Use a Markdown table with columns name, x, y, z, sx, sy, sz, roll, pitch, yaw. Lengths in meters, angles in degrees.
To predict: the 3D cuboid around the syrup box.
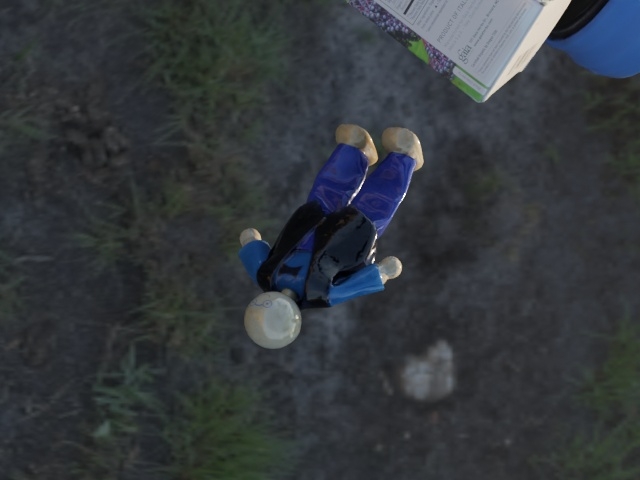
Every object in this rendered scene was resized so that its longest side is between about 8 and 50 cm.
| name | x | y | z | sx | sy | sz | roll | pitch | yaw |
| --- | --- | --- | --- | --- | --- | --- | --- | --- | --- |
| syrup box | 0.067 | -0.220 | 1.100 | 0.237 | 0.096 | 0.093 | 38 | 35 | 9 |

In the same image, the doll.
| name | x | y | z | sx | sy | sz | roll | pitch | yaw |
| --- | --- | --- | --- | --- | --- | --- | --- | --- | --- |
| doll | 0.000 | 0.000 | 0.992 | 0.189 | 0.129 | 0.046 | -61 | 144 | -35 |

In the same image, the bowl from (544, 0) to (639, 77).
| name | x | y | z | sx | sy | sz | roll | pitch | yaw |
| --- | --- | --- | --- | --- | --- | --- | --- | --- | --- |
| bowl | 0.303 | -0.350 | 1.382 | 0.077 | 0.391 | 0.391 | 15 | 76 | -12 |
